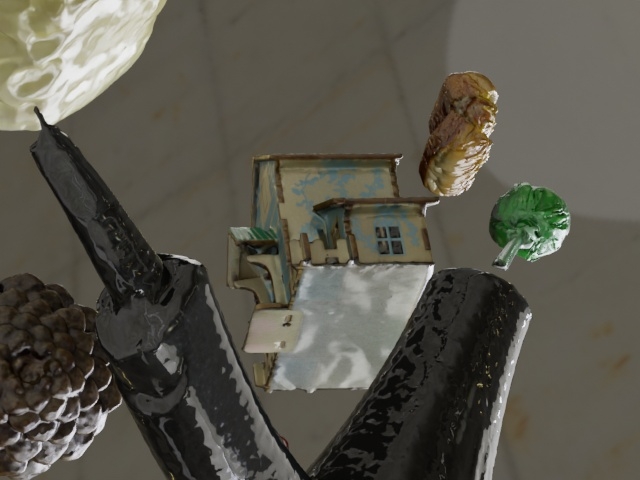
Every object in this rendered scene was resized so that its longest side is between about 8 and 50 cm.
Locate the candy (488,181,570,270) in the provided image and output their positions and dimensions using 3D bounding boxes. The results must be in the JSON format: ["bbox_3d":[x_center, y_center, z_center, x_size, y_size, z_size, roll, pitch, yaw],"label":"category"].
[{"bbox_3d":[0.221,-0.001,1.860,0.097,0.097,0.323,-34,-178,17],"label":"candy"}]

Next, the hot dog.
[{"bbox_3d":[0.101,-0.077,1.220,0.165,0.045,0.071,102,2,-80],"label":"hot dog"}]

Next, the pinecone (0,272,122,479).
[{"bbox_3d":[-0.279,0.128,1.493,0.179,0.184,0.204,-50,177,-28],"label":"pinecone"}]

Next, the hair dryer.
[{"bbox_3d":[-0.008,0.045,0.555,0.091,0.272,0.235,2,-131,31],"label":"hair dryer"}]

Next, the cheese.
[{"bbox_3d":[-0.100,-0.135,0.694,0.167,0.094,0.123,-59,180,42],"label":"cheese"}]

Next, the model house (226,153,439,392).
[{"bbox_3d":[0.000,0.000,1.588,0.178,0.271,0.206,-1,-122,-9],"label":"model house"}]
